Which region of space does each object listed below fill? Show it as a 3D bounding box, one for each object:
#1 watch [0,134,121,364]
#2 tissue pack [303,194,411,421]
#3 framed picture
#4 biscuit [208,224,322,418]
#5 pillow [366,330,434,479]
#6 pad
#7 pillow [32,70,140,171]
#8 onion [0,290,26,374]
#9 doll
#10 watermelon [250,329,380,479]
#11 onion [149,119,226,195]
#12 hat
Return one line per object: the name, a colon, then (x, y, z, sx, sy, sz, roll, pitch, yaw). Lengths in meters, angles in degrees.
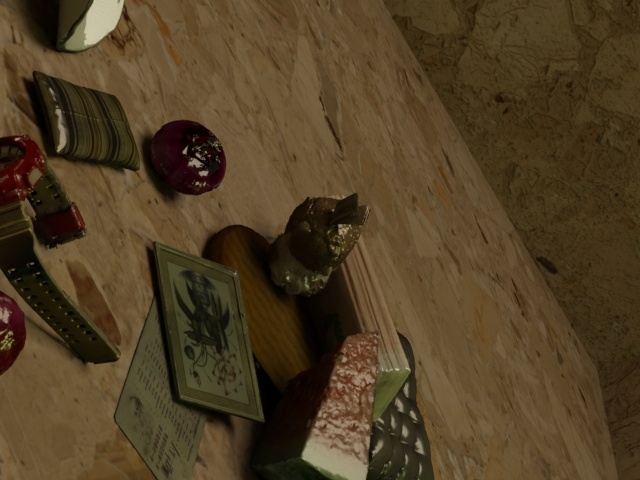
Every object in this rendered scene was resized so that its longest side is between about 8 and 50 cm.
watch: (-0.299, 0.006, 1.592, 0.268, 0.102, 0.164, 60, 16, -47)
tissue pack: (0.040, 0.106, 2.256, 0.170, 0.071, 0.325, 115, -36, -50)
framed picture: (-0.147, 0.122, 1.917, 0.173, 0.010, 0.231, 22, 47, -49)
biscuit: (-0.079, 0.125, 2.137, 0.318, 0.040, 0.318, 54, 23, -36)
pillow: (0.095, 0.265, 2.386, 0.228, 0.101, 0.326, 41, 30, -48)
pad: (-0.186, 0.195, 1.801, 0.159, 0.009, 0.265, 58, 20, -25)
pillow: (-0.295, -0.150, 1.844, 0.203, 0.038, 0.113, 7, 62, -69)
onion: (-0.328, 0.092, 1.361, 0.107, 0.107, 0.097, 41, 18, -55)
doll: (-0.003, -0.007, 2.135, 0.105, 0.221, 0.115, 39, 46, 6)
watermelon: (0.009, 0.233, 2.002, 0.140, 0.193, 0.256, 30, 61, -19)
onion: (-0.181, -0.119, 2.029, 0.115, 0.104, 0.115, 25, 53, -39)
hat: (-0.340, -0.396, 1.891, 0.258, 0.168, 0.301, 45, 48, -84)
